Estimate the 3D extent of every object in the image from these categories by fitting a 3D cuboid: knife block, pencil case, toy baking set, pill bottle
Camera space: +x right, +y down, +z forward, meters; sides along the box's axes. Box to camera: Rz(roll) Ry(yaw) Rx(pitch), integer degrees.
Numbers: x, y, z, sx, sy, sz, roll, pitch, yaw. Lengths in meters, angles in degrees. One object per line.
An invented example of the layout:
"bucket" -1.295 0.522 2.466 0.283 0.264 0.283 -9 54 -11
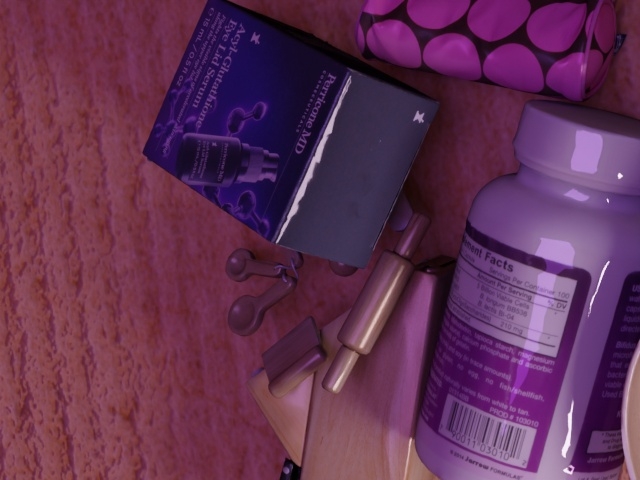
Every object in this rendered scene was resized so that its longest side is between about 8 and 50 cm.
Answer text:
"knife block" 0.061 0.179 1.503 0.276 0.088 0.242 -36 84 23
"pencil case" 0.135 -0.175 1.418 0.209 0.095 0.098 13 95 23
"toy baking set" 0.004 0.004 1.470 0.197 0.030 0.256 35 96 43
"pill bottle" 0.186 0.049 1.387 0.169 0.169 0.301 18 104 20

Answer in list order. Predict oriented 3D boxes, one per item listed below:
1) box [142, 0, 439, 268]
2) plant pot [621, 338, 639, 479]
"box" -0.027 -0.091 1.435 0.207 0.108 0.153 32 102 47
"plant pot" 0.384 0.120 1.300 0.284 0.191 0.284 4 100 23
